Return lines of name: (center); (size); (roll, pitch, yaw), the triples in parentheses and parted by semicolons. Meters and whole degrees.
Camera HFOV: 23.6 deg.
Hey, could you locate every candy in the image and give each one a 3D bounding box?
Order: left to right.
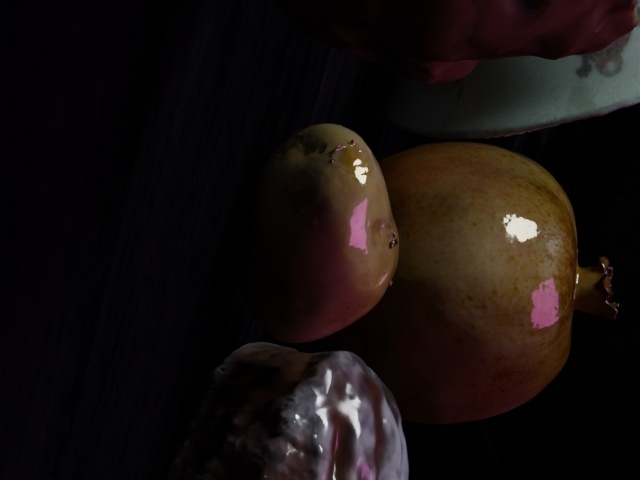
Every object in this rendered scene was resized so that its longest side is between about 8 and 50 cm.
candy: (-0.021, 0.218, 1.119); (0.214, 0.157, 0.289); (29, 65, -53)

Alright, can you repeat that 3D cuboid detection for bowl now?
bowl: (0.245, -0.286, 1.650); (0.435, 0.435, 0.196); (-64, 140, -60)

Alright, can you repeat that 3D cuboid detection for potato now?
potato: (0.000, 0.000, 1.031); (0.118, 0.109, 0.178); (-43, 156, -29)

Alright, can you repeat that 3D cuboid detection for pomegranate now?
pomegranate: (0.139, 0.040, 1.546); (0.319, 0.319, 0.319); (19, 90, -86)

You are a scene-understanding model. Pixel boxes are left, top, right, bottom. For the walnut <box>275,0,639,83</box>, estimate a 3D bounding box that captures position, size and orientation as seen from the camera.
walnut: (0.056, -0.155, 0.585); (0.245, 0.198, 0.198); (-80, -173, -74)
